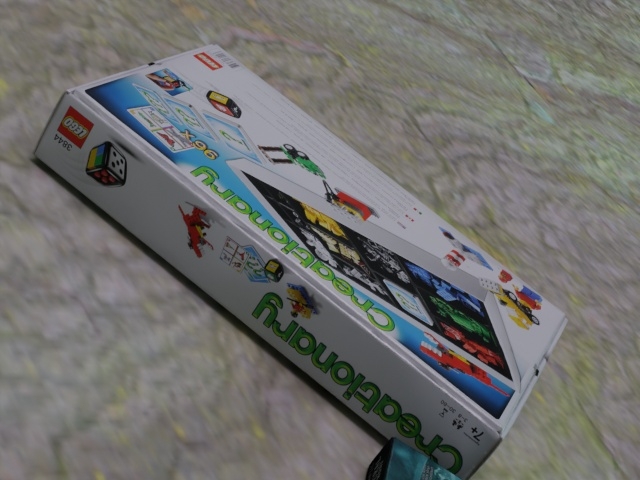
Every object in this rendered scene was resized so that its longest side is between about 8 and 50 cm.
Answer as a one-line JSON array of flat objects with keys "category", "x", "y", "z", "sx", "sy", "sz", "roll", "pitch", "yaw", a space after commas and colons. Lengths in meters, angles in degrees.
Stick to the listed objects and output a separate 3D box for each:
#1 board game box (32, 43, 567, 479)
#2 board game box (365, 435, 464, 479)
[{"category": "board game box", "x": 0.000, "y": 0.000, "z": 0.772, "sx": 0.305, "sy": 0.053, "sz": 0.193, "roll": 39, "pitch": 26, "yaw": 7}, {"category": "board game box", "x": 0.068, "y": 0.180, "z": 0.584, "sx": 0.126, "sy": 0.026, "sz": 0.186, "roll": 33, "pitch": 26, "yaw": -5}]
